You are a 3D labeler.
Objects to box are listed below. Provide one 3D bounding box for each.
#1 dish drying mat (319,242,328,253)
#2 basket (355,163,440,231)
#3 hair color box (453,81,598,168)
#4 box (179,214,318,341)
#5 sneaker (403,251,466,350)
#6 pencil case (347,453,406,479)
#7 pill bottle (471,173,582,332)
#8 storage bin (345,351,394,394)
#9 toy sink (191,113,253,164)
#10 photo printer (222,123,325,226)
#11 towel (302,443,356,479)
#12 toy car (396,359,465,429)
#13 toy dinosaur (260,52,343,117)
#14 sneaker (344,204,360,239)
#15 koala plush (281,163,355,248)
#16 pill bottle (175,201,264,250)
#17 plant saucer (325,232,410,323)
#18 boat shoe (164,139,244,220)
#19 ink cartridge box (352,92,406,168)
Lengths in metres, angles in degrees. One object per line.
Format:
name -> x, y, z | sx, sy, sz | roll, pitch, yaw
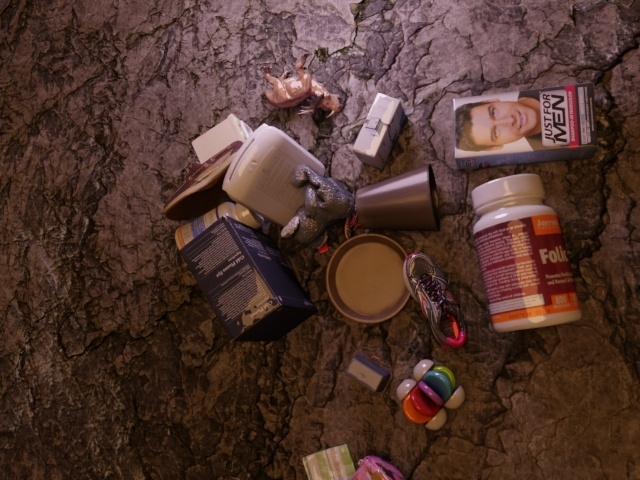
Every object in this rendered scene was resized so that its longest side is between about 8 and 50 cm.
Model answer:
dish drying mat -> 0.000, 0.000, 1.729 | 0.032, 0.008, 0.083 | -23, 75, 13
basket -> 0.231, -0.110, 1.600 | 0.226, 0.154, 0.205 | -9, 81, 21
hair color box -> 0.579, -0.324, 1.534 | 0.374, 0.113, 0.186 | -3, 81, 19
box -> -0.204, 0.127, 1.598 | 0.179, 0.343, 0.313 | -38, 71, 8
sneaker -> 0.337, 0.167, 1.518 | 0.120, 0.112, 0.299 | -26, 79, -2
pencil case -> 0.079, 0.781, 1.498 | 0.386, 0.160, 0.167 | -48, 42, 6
pill bottle -> 0.540, 0.037, 1.430 | 0.224, 0.224, 0.392 | -12, 78, 16
storage bin -> 0.142, 0.390, 1.575 | 0.135, 0.091, 0.098 | 29, 91, 19
toy sink -> -0.286, -0.325, 1.801 | 0.234, 0.153, 0.131 | -30, 73, 13
photo printer -> -0.148, -0.199, 1.650 | 0.107, 0.307, 0.256 | 36, 94, 37
towel -> 0.028, 0.686, 1.600 | 0.152, 0.023, 0.113 | -23, 76, 13
toy car -> 0.303, 0.433, 1.489 | 0.159, 0.136, 0.182 | 41, 95, 20
toy dinosaur -> -0.089, -0.490, 1.783 | 0.295, 0.127, 0.201 | -8, 85, 23
sneaker -> 0.108, -0.057, 1.687 | 0.057, 0.047, 0.119 | 7, 85, 8
koala plush -> -0.017, -0.080, 1.635 | 0.221, 0.196, 0.203 | -55, 48, 13
pill bottle -> -0.330, -0.035, 1.768 | 0.272, 0.152, 0.152 | -27, 74, 12
plant saucer -> 0.152, 0.116, 1.643 | 0.277, 0.041, 0.278 | -3, 79, 18
boat shoe -> -0.364, -0.194, 1.697 | 0.342, 0.123, 0.123 | -37, 58, 13
ink cartridge box -> 0.184, -0.336, 1.652 | 0.082, 0.139, 0.191 | 23, 89, 18
